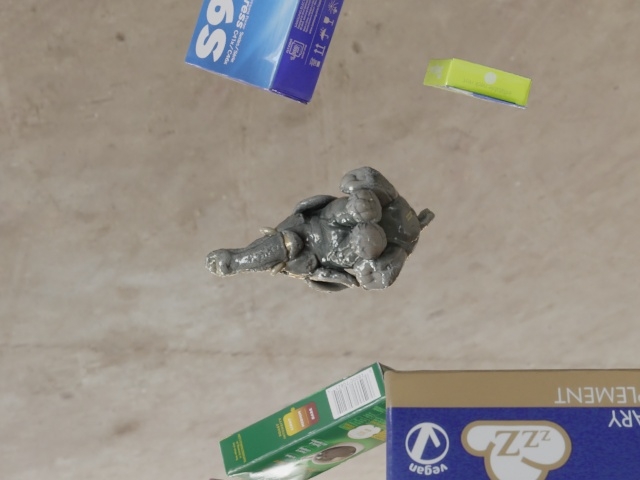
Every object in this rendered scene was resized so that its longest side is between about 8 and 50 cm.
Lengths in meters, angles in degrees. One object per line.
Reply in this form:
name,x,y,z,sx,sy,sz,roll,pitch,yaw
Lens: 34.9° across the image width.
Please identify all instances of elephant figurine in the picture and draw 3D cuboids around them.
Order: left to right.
elephant figurine,0.000,0.000,1.381,0.239,0.169,0.186,-18,131,34

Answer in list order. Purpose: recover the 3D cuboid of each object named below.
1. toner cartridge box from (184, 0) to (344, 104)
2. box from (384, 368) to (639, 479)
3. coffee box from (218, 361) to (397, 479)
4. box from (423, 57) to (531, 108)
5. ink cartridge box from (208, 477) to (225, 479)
toner cartridge box,-0.036,-0.350,1.200,0.075,0.165,0.348,11,99,-49
box,0.084,0.144,0.276,0.136,0.225,0.036,-2,152,8
coffee box,0.008,0.179,0.967,0.184,0.040,0.113,-30,149,20
box,0.204,-0.208,1.336,0.109,0.042,0.178,13,-171,-7
ink cartridge box,-0.068,0.536,1.546,0.176,0.371,0.069,-59,157,-3
